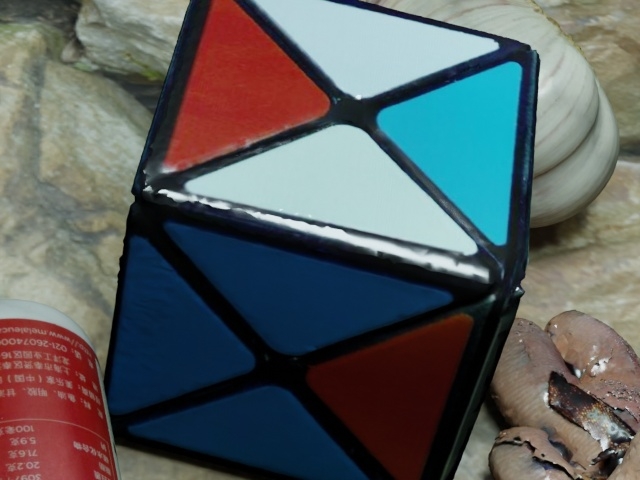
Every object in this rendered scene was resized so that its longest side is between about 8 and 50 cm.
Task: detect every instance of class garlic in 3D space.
[{"bbox_3d":[0.093,-0.093,1.351,0.253,0.245,0.245,-37,56,5],"label":"garlic"}]

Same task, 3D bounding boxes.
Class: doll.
[{"bbox_3d":[0.214,0.132,1.163,0.201,0.156,0.303,-14,47,-19],"label":"doll"}]

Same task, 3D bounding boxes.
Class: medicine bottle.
[{"bbox_3d":[-0.183,0.163,1.038,0.131,0.131,0.250,-3,48,-17],"label":"medicine bottle"}]

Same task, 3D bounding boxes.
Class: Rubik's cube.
[{"bbox_3d":[0.000,0.000,1.163,0.248,0.246,0.250,13,45,-2],"label":"Rubik's cube"}]
